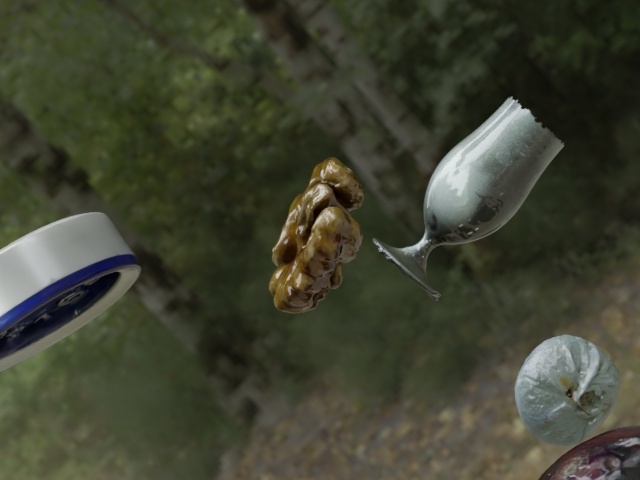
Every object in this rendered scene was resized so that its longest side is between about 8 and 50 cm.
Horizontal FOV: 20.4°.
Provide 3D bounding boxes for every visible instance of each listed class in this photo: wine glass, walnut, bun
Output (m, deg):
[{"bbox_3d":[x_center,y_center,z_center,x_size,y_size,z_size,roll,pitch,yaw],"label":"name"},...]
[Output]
[{"bbox_3d":[0.162,-0.045,1.913,0.222,0.103,0.103,-48,10,5],"label":"wine glass"},{"bbox_3d":[0.000,0.000,1.801,0.170,0.069,0.143,125,154,-53],"label":"walnut"},{"bbox_3d":[0.308,0.188,2.187,0.141,0.141,0.083,-45,29,-9],"label":"bun"}]

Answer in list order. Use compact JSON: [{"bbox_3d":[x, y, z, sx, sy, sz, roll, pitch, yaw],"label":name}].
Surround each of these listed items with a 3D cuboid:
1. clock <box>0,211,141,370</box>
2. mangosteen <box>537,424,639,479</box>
[{"bbox_3d":[-0.309,0.059,1.922,0.230,0.083,0.230,-30,-10,-6],"label":"clock"},{"bbox_3d":[0.346,0.315,1.714,0.306,0.306,0.359,-51,1,-36],"label":"mangosteen"}]
